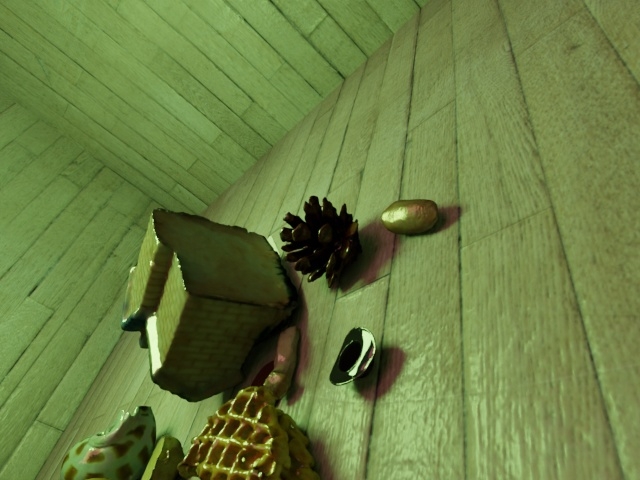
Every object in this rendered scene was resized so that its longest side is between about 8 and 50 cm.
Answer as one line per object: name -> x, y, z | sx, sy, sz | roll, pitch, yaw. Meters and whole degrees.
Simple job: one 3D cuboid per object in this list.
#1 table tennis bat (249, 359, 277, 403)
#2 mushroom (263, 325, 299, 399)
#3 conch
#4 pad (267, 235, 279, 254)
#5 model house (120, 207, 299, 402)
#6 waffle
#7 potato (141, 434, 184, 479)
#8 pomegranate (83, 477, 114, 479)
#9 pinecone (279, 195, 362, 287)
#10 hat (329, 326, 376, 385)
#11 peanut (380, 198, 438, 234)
table tennis bat -> -0.137, 0.372, 0.964 | 0.130, 0.019, 0.221 | -28, 31, 41
mushroom -> -0.082, 0.266, 0.972 | 0.059, 0.055, 0.202 | -3, 32, 11
conch -> -0.605, 0.638, 1.226 | 0.368, 0.197, 0.249 | -41, -12, 33
pad -> -0.217, 0.072, 1.578 | 0.156, 0.004, 0.232 | -50, 23, 5
model house -> -0.329, 0.202, 1.215 | 0.400, 0.394, 0.445 | -62, 37, 17
waffle -> -0.135, 0.420, 0.724 | 0.261, 0.151, 0.324 | -50, 26, 8
potato -> -0.394, 0.591, 1.044 | 0.164, 0.080, 0.201 | -38, 28, 57
pomegranate -> -0.444, 0.616, 0.809 | 0.342, 0.342, 0.343 | -41, 25, 24
pinecone -> -0.002, -0.002, 1.050 | 0.202, 0.201, 0.229 | -44, -6, -20
hat -> 0.068, 0.217, 0.770 | 0.121, 0.050, 0.121 | -46, 23, 26
peanut -> 0.192, -0.051, 0.910 | 0.152, 0.076, 0.076 | -3, 52, 54
